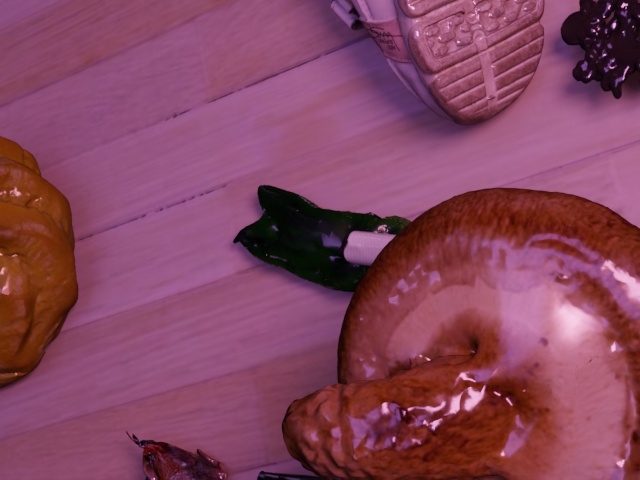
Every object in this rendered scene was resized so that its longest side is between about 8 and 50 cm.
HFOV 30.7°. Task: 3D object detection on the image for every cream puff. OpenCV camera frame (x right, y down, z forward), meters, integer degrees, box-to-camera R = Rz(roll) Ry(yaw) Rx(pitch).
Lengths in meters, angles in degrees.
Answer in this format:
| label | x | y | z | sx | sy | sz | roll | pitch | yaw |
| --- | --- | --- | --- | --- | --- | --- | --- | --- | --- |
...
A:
| label | x | y | z | sx | sy | sz | roll | pitch | yaw |
| --- | --- | --- | --- | --- | --- | --- | --- | --- | --- |
| cream puff | -0.469 | 0.025 | 1.410 | 0.324 | 0.257 | 0.291 | -27 | 64 | 23 |

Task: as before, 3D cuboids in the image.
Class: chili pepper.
| label | x | y | z | sx | sy | sz | roll | pitch | yaw |
| --- | --- | --- | --- | --- | --- | --- | --- | --- | --- |
| chili pepper | -0.001 | 0.000 | 1.258 | 0.224 | 0.061 | 0.098 | 12 | 93 | 29 |

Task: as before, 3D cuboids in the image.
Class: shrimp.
| label | x | y | z | sx | sy | sz | roll | pitch | yaw |
| --- | --- | --- | --- | --- | --- | --- | --- | --- | --- |
| shrimp | -0.152 | 0.269 | 1.288 | 0.190 | 0.075 | 0.073 | 33 | 117 | 25 |

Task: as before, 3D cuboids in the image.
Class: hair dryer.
| label | x | y | z | sx | sy | sz | roll | pitch | yaw |
| --- | --- | --- | --- | --- | --- | --- | --- | --- | --- |
| hair dryer | 0.128 | 0.023 | 1.136 | 0.237 | 0.131 | 0.073 | 2 | 80 | 28 |

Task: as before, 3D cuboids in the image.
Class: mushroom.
| label | x | y | z | sx | sy | sz | roll | pitch | yaw |
| --- | --- | --- | --- | --- | --- | --- | --- | --- | --- |
| mushroom | 0.166 | 0.127 | 0.945 | 0.345 | 0.239 | 0.345 | 5 | 117 | 10 |

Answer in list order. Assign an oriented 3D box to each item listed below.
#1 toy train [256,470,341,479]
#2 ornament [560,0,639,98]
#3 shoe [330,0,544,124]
| label | x | y | z | sx | sy | sz | roll | pitch | yaw |
| --- | --- | --- | --- | --- | --- | --- | --- | --- | --- |
| toy train | -0.028 | 0.442 | 1.169 | 0.086 | 0.089 | 0.409 | -10 | 75 | 54 |
| ornament | 0.352 | -0.261 | 1.096 | 0.261 | 0.106 | 0.251 | -13 | 67 | 36 |
| shoe | 0.096 | -0.283 | 1.212 | 0.198 | 0.172 | 0.350 | -17 | 90 | 63 |
